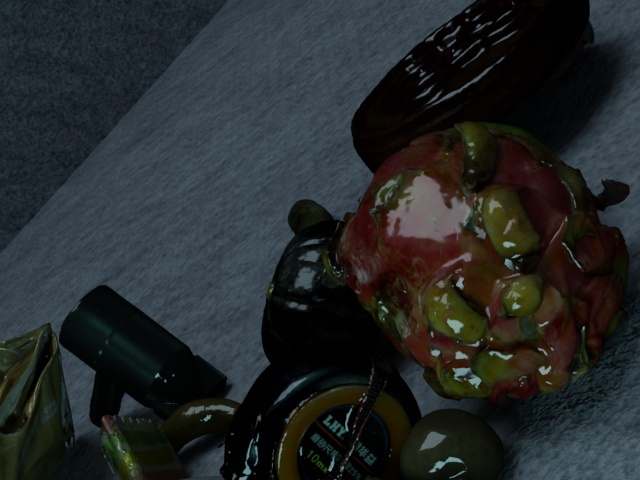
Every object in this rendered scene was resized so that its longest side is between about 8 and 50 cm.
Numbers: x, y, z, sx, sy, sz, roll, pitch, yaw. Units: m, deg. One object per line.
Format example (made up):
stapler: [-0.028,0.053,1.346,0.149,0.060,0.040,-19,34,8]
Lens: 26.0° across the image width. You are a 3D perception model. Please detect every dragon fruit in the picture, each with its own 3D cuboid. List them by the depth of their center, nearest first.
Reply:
dragon fruit: [0.187,0.033,1.462,0.314,0.296,0.263,-46,23,11]

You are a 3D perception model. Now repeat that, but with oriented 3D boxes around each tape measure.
tape measure: [0.006,0.220,1.530,0.223,0.202,0.135,-47,24,-1]

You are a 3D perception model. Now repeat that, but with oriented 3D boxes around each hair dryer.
hair dryer: [-0.284,0.233,2.147,0.116,0.244,0.302,-45,-15,-35]

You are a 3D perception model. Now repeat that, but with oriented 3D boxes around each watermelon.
watermelon: [0.338,-0.274,2.128,0.187,0.071,0.139,-16,42,43]

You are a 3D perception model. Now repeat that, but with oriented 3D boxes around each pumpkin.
pumpkin: [0.009,0.083,1.804,0.220,0.162,0.220,-168,90,-87]

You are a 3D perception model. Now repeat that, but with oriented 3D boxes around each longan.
longan: [0.136,0.227,1.438,0.113,0.092,0.113,-14,35,10]

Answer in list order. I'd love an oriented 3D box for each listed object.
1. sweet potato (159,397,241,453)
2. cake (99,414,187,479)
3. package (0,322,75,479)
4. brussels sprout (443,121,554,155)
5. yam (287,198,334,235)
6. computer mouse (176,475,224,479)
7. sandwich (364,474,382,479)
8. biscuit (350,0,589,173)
sweet potato: [-0.194,0.271,1.971,0.249,0.069,0.059,-31,17,27]
cake: [-0.236,0.288,1.851,0.090,0.109,0.225,-27,-13,-13]
package: [-0.457,0.274,2.161,0.165,0.311,0.221,-14,56,-20]
brussels sprout: [0.190,-0.029,1.704,0.244,0.244,0.244,-36,21,16]
yam: [0.000,0.000,2.172,0.071,0.067,0.317,-12,19,-7]
computer mouse: [-0.168,0.362,1.675,0.297,0.121,0.184,-20,28,48]
sandwich: [0.032,0.356,1.371,0.251,0.087,0.226,-48,22,-16]
biscuit: [0.208,-0.254,2.035,0.407,0.091,0.407,-38,17,13]
